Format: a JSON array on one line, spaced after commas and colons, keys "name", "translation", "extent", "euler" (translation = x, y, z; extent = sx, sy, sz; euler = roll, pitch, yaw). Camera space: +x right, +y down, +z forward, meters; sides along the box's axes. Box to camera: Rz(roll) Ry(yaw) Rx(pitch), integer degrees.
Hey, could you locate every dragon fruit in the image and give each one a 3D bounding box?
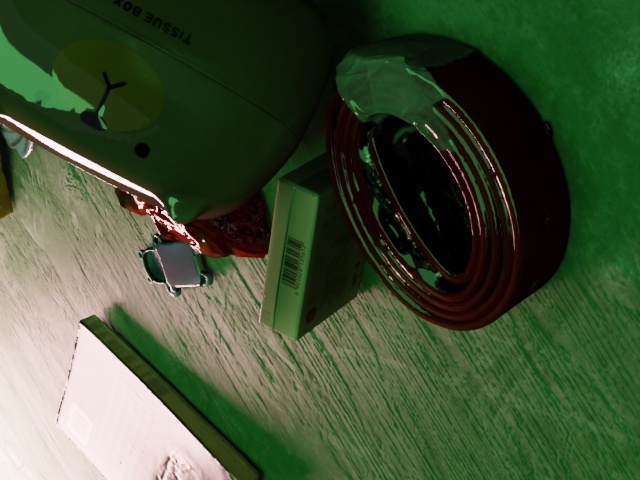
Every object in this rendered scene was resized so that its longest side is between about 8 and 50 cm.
[{"name": "dragon fruit", "translation": [-0.212, -0.092, 1.657], "extent": [0.205, 0.152, 0.317], "euler": [-14, 100, 46]}]

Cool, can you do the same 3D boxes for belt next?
[{"name": "belt", "translation": [0.132, -0.071, 1.385], "extent": [0.227, 0.115, 0.324], "euler": [-20, 97, 43]}]

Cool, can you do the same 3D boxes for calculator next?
[{"name": "calculator", "translation": [-0.202, 0.033, 1.797], "extent": [0.141, 0.019, 0.094], "euler": [-6, 105, 45]}]

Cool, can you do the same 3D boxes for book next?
[{"name": "book", "translation": [-0.257, 0.314, 1.964], "extent": [0.371, 0.043, 0.260], "euler": [41, 134, 22]}]

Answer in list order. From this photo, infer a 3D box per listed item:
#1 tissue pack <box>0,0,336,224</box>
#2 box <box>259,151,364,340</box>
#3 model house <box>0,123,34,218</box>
[{"name": "tissue pack", "translation": [-0.200, -0.188, 1.417], "extent": [0.387, 0.277, 0.267], "euler": [30, 173, -5]}, {"name": "box", "translation": [0.000, 0.000, 1.515], "extent": [0.058, 0.141, 0.201], "euler": [25, 126, 25]}, {"name": "model house", "translation": [-0.582, -0.137, 1.879], "extent": [0.340, 0.300, 0.323], "euler": [-10, 112, 50]}]
